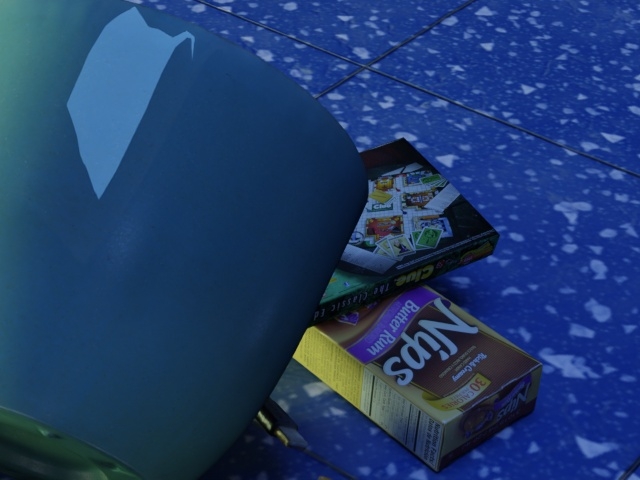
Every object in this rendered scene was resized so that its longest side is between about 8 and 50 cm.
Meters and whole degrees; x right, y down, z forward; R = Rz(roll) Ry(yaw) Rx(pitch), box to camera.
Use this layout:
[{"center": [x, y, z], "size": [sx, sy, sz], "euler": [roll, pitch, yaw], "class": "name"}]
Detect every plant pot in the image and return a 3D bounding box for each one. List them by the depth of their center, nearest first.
[{"center": [-0.141, 0.027, 0.866], "size": [0.293, 0.293, 0.235], "euler": [13, 66, 13], "class": "plant pot"}]

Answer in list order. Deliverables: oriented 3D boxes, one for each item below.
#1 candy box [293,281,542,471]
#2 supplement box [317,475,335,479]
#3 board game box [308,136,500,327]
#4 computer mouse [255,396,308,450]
[{"center": [0.064, 0.086, 1.064], "size": [0.109, 0.053, 0.186], "euler": [-26, 46, -35], "class": "candy box"}, {"center": [-0.011, 0.247, 0.813], "size": [0.078, 0.080, 0.233], "euler": [15, 35, 13], "class": "supplement box"}, {"center": [0.000, 0.000, 1.092], "size": [0.259, 0.030, 0.136], "euler": [-19, 54, -28], "class": "board game box"}, {"center": [-0.082, 0.182, 0.919], "size": [0.184, 0.060, 0.262], "euler": [-18, 29, -20], "class": "computer mouse"}]
